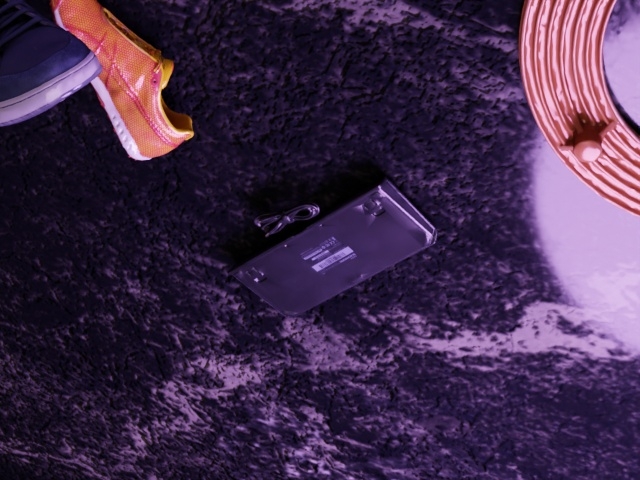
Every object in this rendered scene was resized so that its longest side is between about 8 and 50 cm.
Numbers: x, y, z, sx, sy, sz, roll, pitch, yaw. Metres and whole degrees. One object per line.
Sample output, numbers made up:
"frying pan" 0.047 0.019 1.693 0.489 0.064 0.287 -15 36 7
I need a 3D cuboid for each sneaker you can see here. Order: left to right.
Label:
"sneaker" -0.252 -0.172 0.823 0.226 0.086 0.163 19 142 49
"sneaker" -0.155 -0.143 0.904 0.067 0.064 0.175 -26 126 6

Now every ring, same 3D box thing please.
"ring" 0.305 -0.126 0.805 0.336 0.032 0.336 7 132 8

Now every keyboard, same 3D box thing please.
"keyboard" 0.000 0.000 1.002 0.180 0.023 0.108 -30 124 33
